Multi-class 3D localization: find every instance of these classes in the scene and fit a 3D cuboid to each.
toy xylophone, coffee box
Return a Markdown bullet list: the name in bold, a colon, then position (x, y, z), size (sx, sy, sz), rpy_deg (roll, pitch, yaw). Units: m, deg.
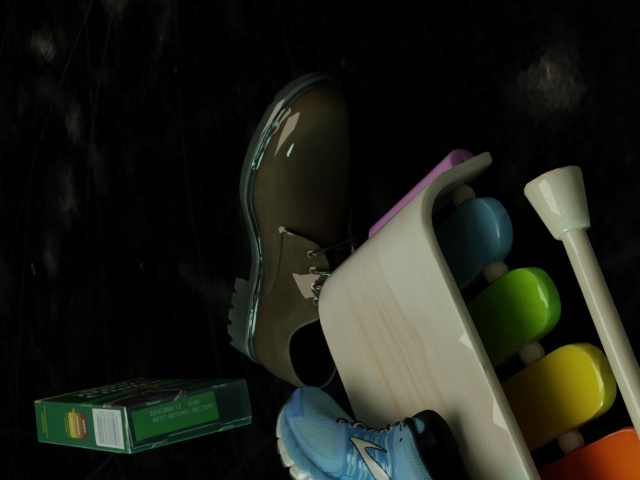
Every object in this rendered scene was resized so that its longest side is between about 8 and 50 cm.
- **toy xylophone**: position (0.109, 0.098, 0.617), size (0.236, 0.081, 0.322), rpy_deg (-33, 69, 52)
- **coffee box**: position (-0.152, 0.142, 0.960), size (0.184, 0.113, 0.040), rpy_deg (-10, 89, 56)

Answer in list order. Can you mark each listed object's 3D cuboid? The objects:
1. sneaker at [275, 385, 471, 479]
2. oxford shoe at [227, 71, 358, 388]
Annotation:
- **sneaker**: position (0.042, 0.116, 0.608), size (0.162, 0.063, 0.073), rpy_deg (32, 103, 42)
- **oxford shoe**: position (0.000, 0.000, 0.761), size (0.096, 0.083, 0.227), rpy_deg (36, 134, 40)
